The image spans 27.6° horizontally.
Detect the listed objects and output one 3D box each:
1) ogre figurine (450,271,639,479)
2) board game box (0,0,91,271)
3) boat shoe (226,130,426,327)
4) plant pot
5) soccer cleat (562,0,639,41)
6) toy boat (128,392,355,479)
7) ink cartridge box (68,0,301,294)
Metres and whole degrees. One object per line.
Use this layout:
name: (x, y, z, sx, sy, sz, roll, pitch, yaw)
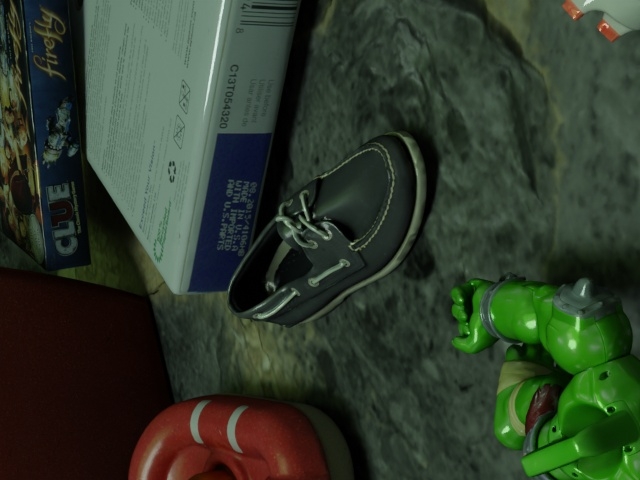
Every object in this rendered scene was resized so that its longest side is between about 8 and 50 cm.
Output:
ogre figurine: (0.132, 0.100, 0.631, 0.118, 0.097, 0.197, 132, 136, -65)
board game box: (-0.257, -0.109, 1.163, 0.165, 0.042, 0.243, 24, 120, 61)
boat shoe: (0.000, 0.000, 0.851, 0.206, 0.065, 0.075, -49, 55, 50)
plant pot: (-0.273, 0.169, 1.160, 0.267, 0.236, 0.267, -36, 66, 54)
soccer cleat: (0.122, -0.181, 0.635, 0.076, 0.068, 0.196, -46, 52, 26)
toy boat: (-0.084, 0.193, 0.939, 0.231, 0.151, 0.151, -5, 91, 58)
ink cartridge box: (-0.119, -0.179, 1.010, 0.330, 0.071, 0.324, 51, 136, 49)
